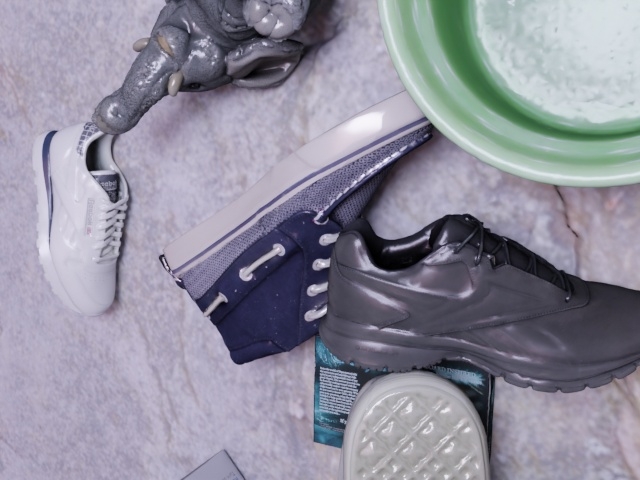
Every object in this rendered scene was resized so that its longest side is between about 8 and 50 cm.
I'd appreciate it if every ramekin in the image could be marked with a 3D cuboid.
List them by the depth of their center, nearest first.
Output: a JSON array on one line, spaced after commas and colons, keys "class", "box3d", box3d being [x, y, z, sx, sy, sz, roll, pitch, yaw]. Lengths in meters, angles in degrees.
[{"class": "ramekin", "box3d": [0.207, -0.195, 0.479, 0.304, 0.148, 0.303, 5, 100, 26]}]

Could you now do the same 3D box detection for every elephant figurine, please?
[{"class": "elephant figurine", "box3d": [-0.099, -0.212, 0.637, 0.239, 0.186, 0.169, -47, 39, 51]}]

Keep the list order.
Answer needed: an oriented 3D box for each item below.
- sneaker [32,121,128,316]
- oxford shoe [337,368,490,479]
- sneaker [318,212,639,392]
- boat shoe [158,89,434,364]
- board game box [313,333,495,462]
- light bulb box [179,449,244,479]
[{"class": "sneaker", "box3d": [-0.277, -0.023, 0.792, 0.095, 0.090, 0.234, -6, 98, 18]}, {"class": "oxford shoe", "box3d": [0.082, 0.328, 0.609, 0.169, 0.130, 0.448, 1, 96, 1]}, {"class": "sneaker", "box3d": [0.139, 0.043, 0.540, 0.287, 0.109, 0.130, 2, 111, 6]}, {"class": "boat shoe", "box3d": [0.000, 0.000, 0.644, 0.341, 0.127, 0.158, -31, 91, 35]}, {"class": "board game box", "box3d": [0.081, 0.164, 0.672, 0.186, 0.026, 0.126, 6, 101, 26]}, {"class": "light bulb box", "box3d": [-0.175, 0.507, 0.747, 0.358, 0.225, 0.361, -40, 81, 26]}]
